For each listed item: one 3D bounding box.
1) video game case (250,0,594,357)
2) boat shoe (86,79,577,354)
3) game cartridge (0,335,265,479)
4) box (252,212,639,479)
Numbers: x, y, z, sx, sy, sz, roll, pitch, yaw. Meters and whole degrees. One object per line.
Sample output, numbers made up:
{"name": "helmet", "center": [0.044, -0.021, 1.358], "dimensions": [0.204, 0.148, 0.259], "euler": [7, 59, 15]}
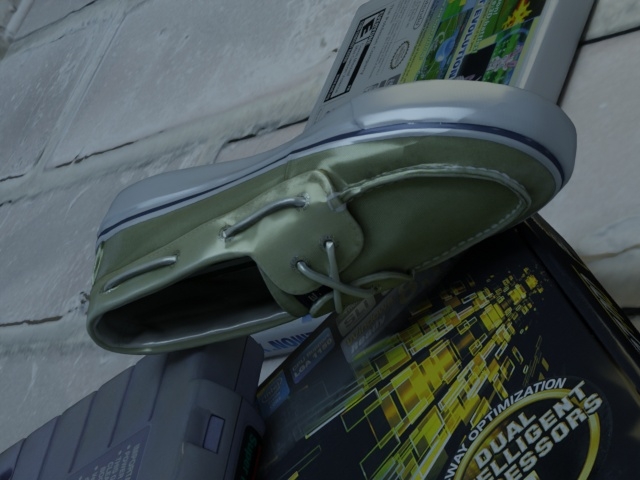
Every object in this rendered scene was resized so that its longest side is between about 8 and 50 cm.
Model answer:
{"name": "video game case", "center": [0.066, -0.075, 1.225], "dimensions": [0.300, 0.036, 0.329], "euler": [-17, 44, 56]}
{"name": "boat shoe", "center": [0.000, 0.000, 0.914], "dimensions": [0.302, 0.109, 0.094], "euler": [-17, 47, 34]}
{"name": "game cartridge", "center": [-0.139, 0.219, 0.918], "dimensions": [0.230, 0.068, 0.355], "euler": [-30, 31, 32]}
{"name": "box", "center": [0.018, 0.178, 0.888], "dimensions": [0.395, 0.097, 0.318], "euler": [-45, 23, 11]}
